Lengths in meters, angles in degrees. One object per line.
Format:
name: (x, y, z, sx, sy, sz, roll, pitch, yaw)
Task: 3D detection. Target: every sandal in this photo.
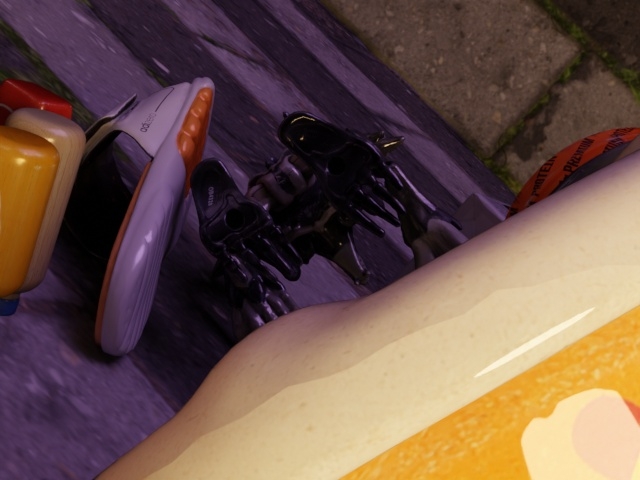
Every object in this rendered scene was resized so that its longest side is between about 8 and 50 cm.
sandal: (-0.117, -0.029, 0.989, 0.076, 0.102, 0.265, 14, 26, -1)

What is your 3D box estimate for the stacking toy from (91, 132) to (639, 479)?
stacking toy: (0.150, 0.220, 0.615, 0.480, 0.350, 0.350, 59, 15, 7)

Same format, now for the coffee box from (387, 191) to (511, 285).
coffee box: (0.142, 0.077, 1.252, 0.119, 0.168, 0.297, 46, 13, 20)

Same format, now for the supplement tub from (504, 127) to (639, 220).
supplement tub: (0.230, 0.065, 0.918, 0.207, 0.207, 0.338, 36, 8, -26)

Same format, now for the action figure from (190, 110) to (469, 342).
action figure: (0.000, 0.000, 1.073, 0.141, 0.164, 0.275, 59, 4, 7)

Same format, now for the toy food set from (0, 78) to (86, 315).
toy food set: (-0.196, -0.035, 0.841, 0.232, 0.104, 0.111, 29, 16, 36)
